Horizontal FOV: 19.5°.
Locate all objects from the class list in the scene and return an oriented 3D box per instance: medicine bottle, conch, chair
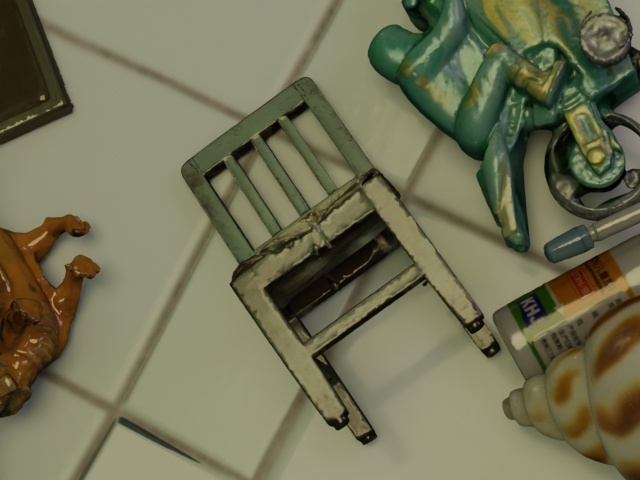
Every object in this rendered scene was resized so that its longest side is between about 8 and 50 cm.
[{"bbox_3d":[0.227,0.016,1.344,0.220,0.092,0.061,-28,29,4],"label":"medicine bottle"},{"bbox_3d":[0.266,0.104,1.280,0.275,0.149,0.183,11,37,9],"label":"conch"},{"bbox_3d":[0.000,0.000,1.367,0.136,0.147,0.270,-35,74,3],"label":"chair"}]

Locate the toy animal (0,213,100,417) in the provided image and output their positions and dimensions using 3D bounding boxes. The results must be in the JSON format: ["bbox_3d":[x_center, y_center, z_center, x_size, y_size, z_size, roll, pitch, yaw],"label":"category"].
[{"bbox_3d":[-0.262,0.007,1.458,0.116,0.114,0.255,-45,64,33],"label":"toy animal"}]

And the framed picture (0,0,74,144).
[{"bbox_3d":[-0.383,-0.145,1.549,0.315,0.024,0.232,-24,73,7],"label":"framed picture"}]

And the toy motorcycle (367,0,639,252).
[{"bbox_3d":[0.139,-0.140,1.390,0.198,0.109,0.296,-22,72,9],"label":"toy motorcycle"}]
